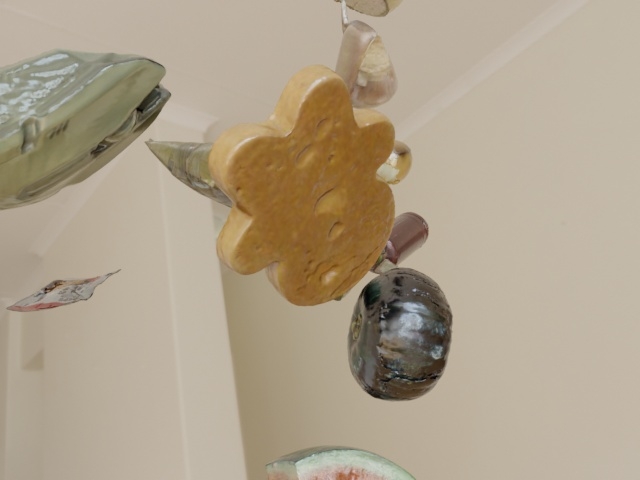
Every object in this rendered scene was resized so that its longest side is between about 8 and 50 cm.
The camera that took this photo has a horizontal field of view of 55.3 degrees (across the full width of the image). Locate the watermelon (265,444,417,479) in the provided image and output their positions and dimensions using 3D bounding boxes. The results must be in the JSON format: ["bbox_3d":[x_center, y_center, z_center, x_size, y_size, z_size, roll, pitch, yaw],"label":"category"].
[{"bbox_3d":[0.044,0.534,1.247,0.283,0.292,0.250,26,-63,-34],"label":"watermelon"}]

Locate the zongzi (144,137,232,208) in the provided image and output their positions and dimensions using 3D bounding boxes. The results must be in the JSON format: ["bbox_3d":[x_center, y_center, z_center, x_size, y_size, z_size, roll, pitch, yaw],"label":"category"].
[{"bbox_3d":[-0.239,-0.148,1.435,0.289,0.122,0.260,18,-10,39],"label":"zongzi"}]

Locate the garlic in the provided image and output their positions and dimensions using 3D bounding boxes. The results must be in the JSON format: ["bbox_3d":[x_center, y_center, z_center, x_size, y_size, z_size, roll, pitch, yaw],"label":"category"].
[{"bbox_3d":[0.070,-0.334,1.131,0.129,0.266,0.148,14,-60,-32],"label":"garlic"}]

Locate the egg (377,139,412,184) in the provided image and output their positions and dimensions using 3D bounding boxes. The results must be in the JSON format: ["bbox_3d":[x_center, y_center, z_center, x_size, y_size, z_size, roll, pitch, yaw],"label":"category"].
[{"bbox_3d":[0.111,-0.125,0.967,0.071,0.071,0.083,-34,-5,39],"label":"egg"}]

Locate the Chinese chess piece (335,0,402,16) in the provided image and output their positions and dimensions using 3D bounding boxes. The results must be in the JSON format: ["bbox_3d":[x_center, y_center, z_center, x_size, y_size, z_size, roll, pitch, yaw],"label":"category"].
[{"bbox_3d":[0.060,-0.571,1.244,0.270,0.270,0.112,25,-81,-52],"label":"Chinese chess piece"}]

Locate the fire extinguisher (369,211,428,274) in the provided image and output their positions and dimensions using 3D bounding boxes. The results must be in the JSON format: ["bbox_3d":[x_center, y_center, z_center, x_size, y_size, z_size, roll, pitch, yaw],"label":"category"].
[{"bbox_3d":[0.152,0.016,1.360,0.105,0.104,0.269,-29,1,33],"label":"fire extinguisher"}]

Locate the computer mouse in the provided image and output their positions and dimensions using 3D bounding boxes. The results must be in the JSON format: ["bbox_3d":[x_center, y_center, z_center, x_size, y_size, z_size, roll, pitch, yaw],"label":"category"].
[{"bbox_3d":[-0.405,-0.132,0.841,0.429,0.145,0.228,-24,-10,-14],"label":"computer mouse"}]

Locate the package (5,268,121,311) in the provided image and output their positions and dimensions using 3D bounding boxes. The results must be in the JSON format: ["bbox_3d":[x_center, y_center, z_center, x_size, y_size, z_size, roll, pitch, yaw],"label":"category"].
[{"bbox_3d":[-0.559,0.112,1.357,0.154,0.030,0.239,-8,14,9],"label":"package"}]

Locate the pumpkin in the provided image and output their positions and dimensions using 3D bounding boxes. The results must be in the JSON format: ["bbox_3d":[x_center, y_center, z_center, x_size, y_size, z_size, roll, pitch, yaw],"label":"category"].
[{"bbox_3d":[0.133,0.159,1.048,0.163,0.232,0.233,10,-27,-2],"label":"pumpkin"}]

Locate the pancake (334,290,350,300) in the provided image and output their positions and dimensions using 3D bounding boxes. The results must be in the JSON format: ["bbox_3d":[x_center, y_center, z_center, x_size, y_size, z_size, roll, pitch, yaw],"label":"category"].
[{"bbox_3d":[0.000,0.000,1.086,0.029,0.211,0.235,-22,-54,26],"label":"pancake"}]

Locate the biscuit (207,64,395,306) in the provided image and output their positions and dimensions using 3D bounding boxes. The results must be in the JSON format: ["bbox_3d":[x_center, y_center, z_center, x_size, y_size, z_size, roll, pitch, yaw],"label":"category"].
[{"bbox_3d":[-0.007,-0.048,0.782,0.275,0.052,0.355,-44,-36,-8],"label":"biscuit"}]
